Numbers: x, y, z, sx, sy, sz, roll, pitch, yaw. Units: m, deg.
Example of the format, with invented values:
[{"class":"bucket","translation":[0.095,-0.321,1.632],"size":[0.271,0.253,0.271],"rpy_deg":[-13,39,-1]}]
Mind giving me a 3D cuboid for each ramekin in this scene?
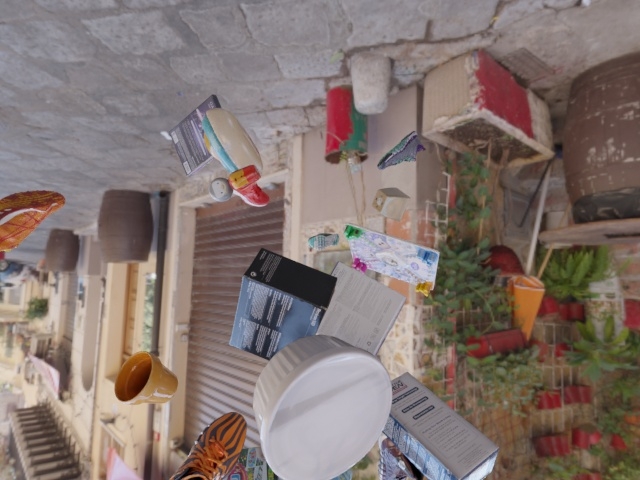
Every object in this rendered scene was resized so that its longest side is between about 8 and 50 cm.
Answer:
[{"class":"ramekin","translation":[-0.004,0.307,0.799],"size":[0.273,0.273,0.127],"rpy_deg":[5,-167,-30]}]

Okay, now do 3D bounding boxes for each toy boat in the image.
[{"class":"toy boat","translation":[-0.272,-0.243,1.237],"size":[0.148,0.318,0.267],"rpy_deg":[-26,134,6]}]

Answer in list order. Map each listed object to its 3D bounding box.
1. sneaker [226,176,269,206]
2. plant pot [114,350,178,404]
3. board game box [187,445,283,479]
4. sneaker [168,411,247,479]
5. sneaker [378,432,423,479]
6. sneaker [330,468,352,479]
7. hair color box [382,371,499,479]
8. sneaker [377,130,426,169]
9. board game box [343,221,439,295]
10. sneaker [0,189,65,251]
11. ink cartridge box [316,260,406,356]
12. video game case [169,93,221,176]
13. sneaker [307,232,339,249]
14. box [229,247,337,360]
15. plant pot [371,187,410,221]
[{"class":"sneaker","translation":[-0.282,-0.215,1.752],"size":[0.221,0.087,0.128],"rpy_deg":[21,155,-40]},{"class":"plant pot","translation":[-0.703,0.588,1.719],"size":[0.205,0.205,0.188],"rpy_deg":[-2,148,32]},{"class":"board game box","translation":[-0.276,0.806,1.356],"size":[0.303,0.224,0.097],"rpy_deg":[6,152,-25]},{"class":"sneaker","translation":[-0.260,0.530,0.957],"size":[0.124,0.321,0.180],"rpy_deg":[39,137,0]},{"class":"sneaker","translation":[0.273,0.759,1.359],"size":[0.106,0.281,0.162],"rpy_deg":[-24,-154,-26]},{"class":"sneaker","translation":[0.065,0.828,1.346],"size":[0.208,0.127,0.319],"rpy_deg":[1,-147,-48]},{"class":"hair color box","translation":[0.313,0.556,1.216],"size":[0.174,0.105,0.347],"rpy_deg":[-14,-150,-32]},{"class":"sneaker","translation":[0.319,-0.325,1.596],"size":[0.223,0.098,0.083],"rpy_deg":[-43,-171,-17]},{"class":"board game box","translation":[0.296,0.090,1.770],"size":[0.390,0.050,0.390],"rpy_deg":[19,157,20]},{"class":"sneaker","translation":[-0.487,-0.025,0.652],"size":[0.064,0.067,0.175],"rpy_deg":[27,-135,17]},{"class":"ink cartridge box","translation":[0.140,0.300,1.734],"size":[0.330,0.324,0.071],"rpy_deg":[28,174,23]},{"class":"video game case","translation":[-0.451,-0.390,1.565],"size":[0.274,0.196,0.026],"rpy_deg":[-25,175,31]},{"class":"sneaker","translation":[0.000,0.000,1.711],"size":[0.076,0.065,0.166],"rpy_deg":[14,-167,41]},{"class":"box","translation":[-0.090,0.166,0.942],"size":[0.184,0.103,0.261],"rpy_deg":[23,132,4]},{"class":"plant pot","translation":[0.268,-0.148,1.629],"size":[0.096,0.109,0.109],"rpy_deg":[8,-155,-29]}]
